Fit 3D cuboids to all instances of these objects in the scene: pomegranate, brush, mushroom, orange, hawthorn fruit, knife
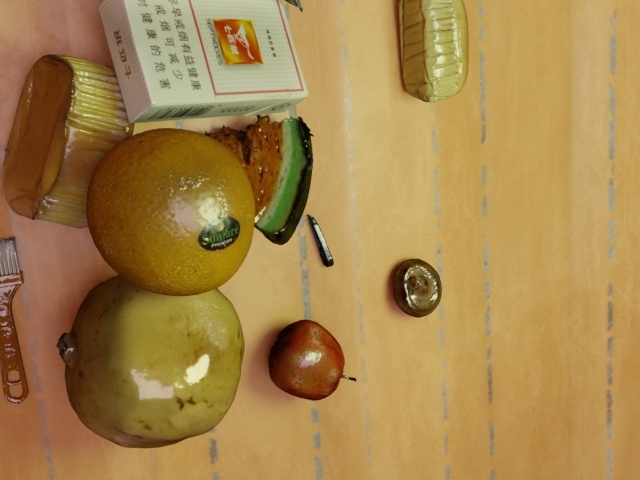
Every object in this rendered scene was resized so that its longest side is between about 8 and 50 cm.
[{"bbox_3d":[-0.301,0.203,1.420,0.332,0.332,0.333,-4,102,-21],"label":"pomegranate"},{"bbox_3d":[-0.575,0.152,1.461,0.090,0.017,0.315,-9,104,-17],"label":"brush"},{"bbox_3d":[0.205,0.102,1.718,0.109,0.085,0.126,15,79,-52],"label":"mushroom"},{"bbox_3d":[-0.233,-0.044,1.274,0.274,0.274,0.274,-4,102,-21],"label":"orange"},{"bbox_3d":[-0.011,0.250,1.620,0.194,0.157,0.157,29,89,-19],"label":"hawthorn fruit"},{"bbox_3d":[0.000,0.000,1.649,0.018,0.031,0.121,-24,102,-16],"label":"knife"}]

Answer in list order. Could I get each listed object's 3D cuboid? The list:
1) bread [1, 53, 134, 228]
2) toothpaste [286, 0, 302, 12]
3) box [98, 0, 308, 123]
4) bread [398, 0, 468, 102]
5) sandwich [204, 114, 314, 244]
[{"bbox_3d":[-0.420,-0.165,1.375,0.156,0.204,0.288,6,101,-46],"label":"bread"},{"bbox_3d":[-0.116,-0.510,1.444,0.047,0.078,0.248,-41,82,10],"label":"toothpaste"},{"bbox_3d":[-0.193,-0.323,1.387,0.330,0.095,0.210,-12,85,-39],"label":"box"},{"bbox_3d":[0.228,-0.399,1.601,0.106,0.140,0.237,-12,107,-22],"label":"bread"},{"bbox_3d":[-0.168,-0.110,1.502,0.301,0.162,0.251,7,66,-7],"label":"sandwich"}]
